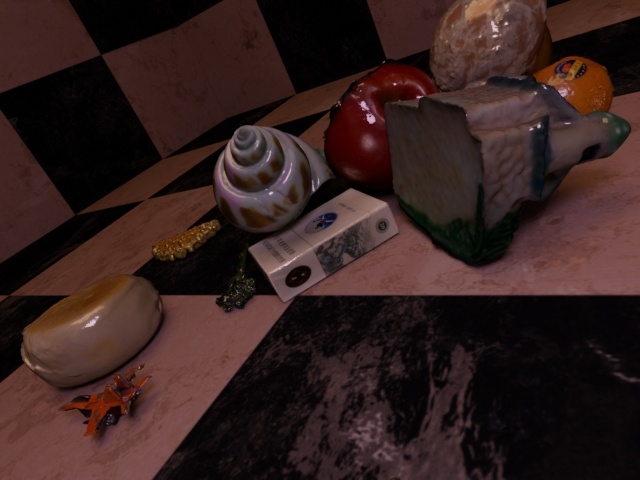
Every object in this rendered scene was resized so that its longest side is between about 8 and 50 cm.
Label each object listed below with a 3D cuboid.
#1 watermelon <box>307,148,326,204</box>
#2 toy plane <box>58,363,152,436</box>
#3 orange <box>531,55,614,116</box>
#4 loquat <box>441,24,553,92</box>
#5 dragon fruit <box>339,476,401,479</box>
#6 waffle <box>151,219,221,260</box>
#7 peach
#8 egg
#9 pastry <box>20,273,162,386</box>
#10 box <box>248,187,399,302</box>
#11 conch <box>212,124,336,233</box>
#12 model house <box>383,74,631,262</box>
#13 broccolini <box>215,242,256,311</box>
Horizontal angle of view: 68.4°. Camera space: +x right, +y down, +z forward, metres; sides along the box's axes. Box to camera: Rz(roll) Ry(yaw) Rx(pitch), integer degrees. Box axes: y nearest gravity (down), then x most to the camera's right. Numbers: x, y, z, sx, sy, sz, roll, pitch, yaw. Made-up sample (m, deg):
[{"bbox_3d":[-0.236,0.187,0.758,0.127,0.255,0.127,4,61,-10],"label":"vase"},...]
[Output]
[{"bbox_3d":[-0.095,-0.156,1.166,0.146,0.128,0.231,-12,-29,-39],"label":"watermelon"},{"bbox_3d":[-0.352,0.262,0.756,0.188,0.062,0.135,-29,21,27],"label":"toy plane"},{"bbox_3d":[0.457,-0.263,0.898,0.177,0.155,0.178,-32,18,12],"label":"orange"},{"bbox_3d":[0.401,-0.432,1.137,0.276,0.284,0.276,-39,29,26],"label":"loquat"},{"bbox_3d":[0.071,0.235,0.269,0.200,0.198,0.269,-25,8,27],"label":"dragon fruit"},{"bbox_3d":[-0.381,-0.001,1.311,0.192,0.046,0.161,-3,35,41],"label":"waffle"},{"bbox_3d":[0.148,-0.205,1.013,0.258,0.201,0.362,-46,-11,-17],"label":"peach"},{"bbox_3d":[0.323,-0.382,0.916,0.245,0.203,0.203,-51,6,37],"label":"egg"},{"bbox_3d":[-0.438,0.168,0.922,0.264,0.133,0.265,-21,24,10],"label":"pastry"},{"bbox_3d":[0.000,0.000,0.917,0.256,0.069,0.164,-31,25,-10],"label":"box"},{"bbox_3d":[-0.094,-0.127,0.942,0.249,0.197,0.368,-26,7,-5],"label":"conch"},{"bbox_3d":[0.288,-0.145,0.754,0.284,0.243,0.298,-20,27,-9],"label":"model house"},{"bbox_3d":[-0.168,0.059,0.982,0.071,0.058,0.254,16,25,-13],"label":"broccolini"}]
